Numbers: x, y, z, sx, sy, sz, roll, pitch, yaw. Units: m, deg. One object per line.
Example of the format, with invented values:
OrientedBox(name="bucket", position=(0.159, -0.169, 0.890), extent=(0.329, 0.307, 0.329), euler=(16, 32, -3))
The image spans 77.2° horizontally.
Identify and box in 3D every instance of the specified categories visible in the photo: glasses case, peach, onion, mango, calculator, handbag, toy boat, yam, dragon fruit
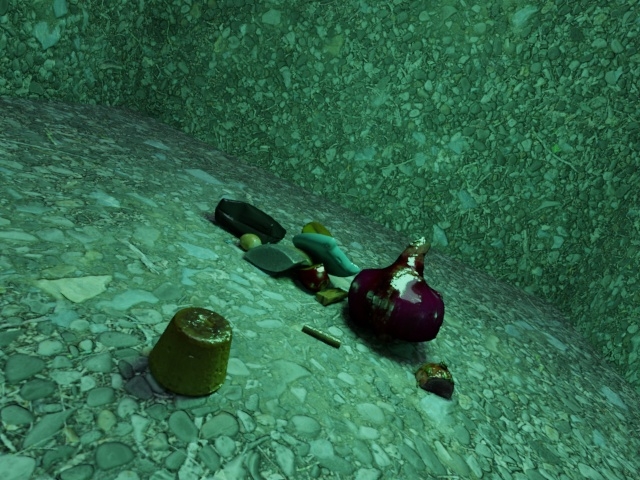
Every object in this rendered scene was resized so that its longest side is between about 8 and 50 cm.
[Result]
OrientedBox(name="glasses case", position=(0.051, 0.237, 1.701), extent=(0.065, 0.041, 0.170), euler=(22, 15, 31))
OrientedBox(name="peach", position=(-0.041, 0.150, 1.698), extent=(0.093, 0.127, 0.172), euler=(-32, 40, -32))
OrientedBox(name="onion", position=(0.314, 0.181, 1.581), extent=(0.399, 0.419, 0.398), euler=(13, 14, -3))
OrientedBox(name="mango", position=(0.000, 0.000, 2.162), extent=(0.167, 0.129, 0.262), euler=(16, 25, -40))
OrientedBox(name="calculator", position=(0.004, 0.067, 1.791), extent=(0.256, 0.054, 0.386), euler=(49, -19, -21))
OrientedBox(name="handbag", position=(-0.319, -0.089, 1.996), extent=(0.343, 0.152, 0.288), euler=(29, 7, 12))
OrientedBox(name="toy boat", position=(-0.148, 0.064, 1.751), extent=(0.276, 0.110, 0.294), euler=(10, 11, 40))
OrientedBox(name="yam", position=(0.005, 0.330, 1.397), extent=(0.146, 0.032, 0.032), euler=(25, 18, 4))
OrientedBox(name="dragon fruit", position=(0.412, 0.475, 1.405), extent=(0.147, 0.096, 0.102), euler=(22, 22, -1))

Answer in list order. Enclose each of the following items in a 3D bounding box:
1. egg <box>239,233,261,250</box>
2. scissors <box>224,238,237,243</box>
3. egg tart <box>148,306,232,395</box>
OrientedBox(name="egg", position=(-0.319, 0.008, 1.806), extent=(0.097, 0.080, 0.080), euler=(26, 17, 29))
OrientedBox(name="scissors", position=(-0.404, 0.002, 1.829), extent=(0.036, 0.006, 0.083), euler=(28, 18, 17))
OrientedBox(name="egg tart", position=(-0.307, 0.263, 0.999), extent=(0.203, 0.147, 0.202), euler=(24, 16, -7))
